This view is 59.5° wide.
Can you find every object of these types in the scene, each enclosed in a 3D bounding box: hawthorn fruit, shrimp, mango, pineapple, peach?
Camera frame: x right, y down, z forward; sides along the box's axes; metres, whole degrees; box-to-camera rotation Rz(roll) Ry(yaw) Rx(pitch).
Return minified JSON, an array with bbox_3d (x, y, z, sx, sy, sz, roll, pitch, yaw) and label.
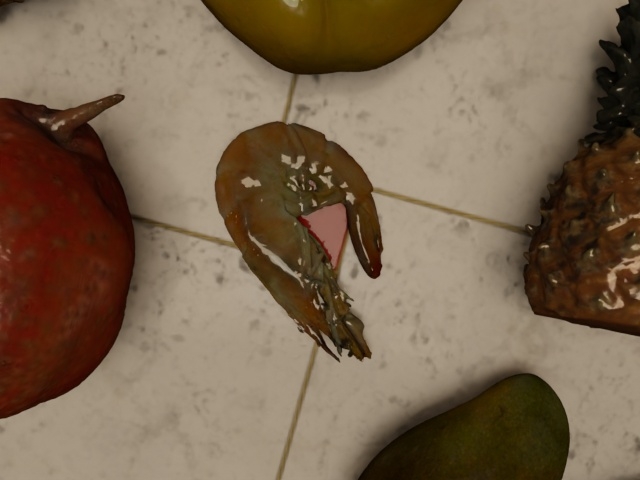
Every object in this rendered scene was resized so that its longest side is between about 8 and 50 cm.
[{"bbox_3d":[-0.232,-0.004,0.424,0.211,0.210,0.262,30,87,-3],"label":"hawthorn fruit"},{"bbox_3d":[-0.001,0.001,0.502,0.133,0.053,0.236,-31,92,-17],"label":"shrimp"},{"bbox_3d":[0.110,0.224,0.489,0.267,0.111,0.133,-45,83,0],"label":"mango"},{"bbox_3d":[0.255,-0.061,0.452,0.158,0.158,0.278,11,83,-1],"label":"pineapple"},{"bbox_3d":[0.008,-0.244,0.404,0.251,0.153,0.251,6,127,8],"label":"peach"}]

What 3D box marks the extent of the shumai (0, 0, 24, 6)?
[{"bbox_3d":[-0.279,-0.243,0.443,0.116,0.146,0.145,-19,98,39],"label":"shumai"}]
